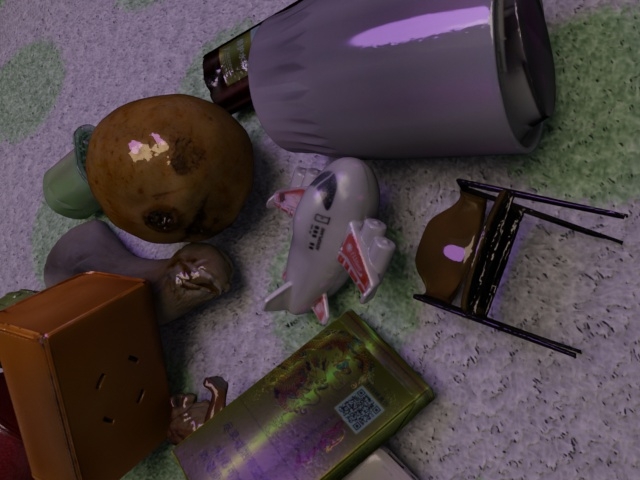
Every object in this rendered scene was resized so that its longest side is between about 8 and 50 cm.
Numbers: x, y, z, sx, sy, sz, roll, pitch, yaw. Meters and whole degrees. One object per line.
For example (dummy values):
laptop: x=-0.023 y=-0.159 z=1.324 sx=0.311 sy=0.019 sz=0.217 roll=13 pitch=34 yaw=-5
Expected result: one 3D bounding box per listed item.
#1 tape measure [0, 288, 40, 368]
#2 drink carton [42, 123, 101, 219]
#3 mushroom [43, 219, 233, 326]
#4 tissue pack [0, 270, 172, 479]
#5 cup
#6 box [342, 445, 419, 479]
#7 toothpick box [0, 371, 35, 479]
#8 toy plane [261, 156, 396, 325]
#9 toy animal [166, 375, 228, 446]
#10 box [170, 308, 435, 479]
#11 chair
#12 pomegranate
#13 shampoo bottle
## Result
tape measure: x=-0.545 y=0.169 z=1.141 sx=0.088 sy=0.154 sz=0.177 roll=2 pitch=74 yaw=36
drink carton: x=-0.441 y=-0.117 z=1.163 sx=0.142 sy=0.144 sz=0.146 roll=-26 pitch=65 yaw=28
mushroom: x=-0.317 y=0.064 z=1.052 sx=0.397 sy=0.126 sz=0.177 roll=12 pitch=75 yaw=35
tissue pack: x=-0.350 y=0.210 z=0.919 sx=0.145 sy=0.194 sz=0.274 roll=5 pitch=111 yaw=26
cup: x=0.108 y=-0.233 z=0.812 sx=0.372 sy=0.253 sz=0.253 roll=1 pitch=78 yaw=32
box: x=0.027 y=0.406 z=0.796 sx=0.142 sy=0.044 sz=0.285 roll=44 pitch=100 yaw=14
toothpick box: x=-0.564 y=0.420 z=1.052 sx=0.204 sy=0.204 sz=0.333 roll=35 pitch=94 yaw=32
toy plane: x=0.003 y=0.000 z=0.859 sx=0.252 sy=0.118 sz=0.252 roll=-3 pitch=86 yaw=49
toy animal: x=-0.123 y=0.319 z=0.902 sx=0.312 sy=0.097 sz=0.157 roll=44 pitch=110 yaw=29
box: x=-0.025 y=0.240 z=0.798 sx=0.311 sy=0.043 sz=0.173 roll=-37 pitch=49 yaw=-13
chair: x=0.215 y=0.024 z=0.745 sx=0.247 sy=0.172 sz=0.158 roll=20 pitch=88 yaw=25
pomegranate: x=-0.231 y=-0.114 z=0.962 sx=0.260 sy=0.260 sz=0.260 roll=-8 pitch=73 yaw=28
shampoo bottle: x=-0.045 y=-0.328 z=1.021 sx=0.323 sy=0.084 sz=0.129 roll=-21 pitch=70 yaw=23
